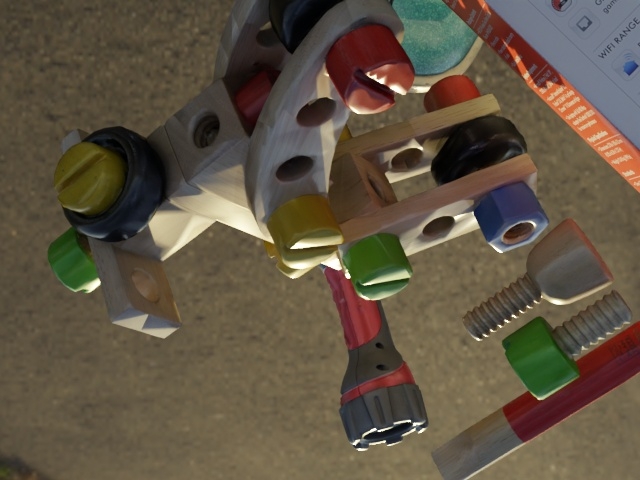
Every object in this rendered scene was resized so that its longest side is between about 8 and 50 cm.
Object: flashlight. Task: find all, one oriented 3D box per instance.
[{"bbox_3d":[0.040,0.093,1.412,0.103,0.304,0.103,-9,157,-21],"label":"flashlight"}]

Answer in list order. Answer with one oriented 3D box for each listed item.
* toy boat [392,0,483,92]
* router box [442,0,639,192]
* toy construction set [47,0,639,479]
[{"bbox_3d":[0.131,-0.237,0.943,0.318,0.267,0.148,14,160,-12],"label":"toy boat"},{"bbox_3d":[0.270,-0.163,0.598,0.335,0.301,0.082,-45,178,2],"label":"router box"},{"bbox_3d":[0.000,0.000,0.641,0.237,0.309,0.257,-36,173,13],"label":"toy construction set"}]
